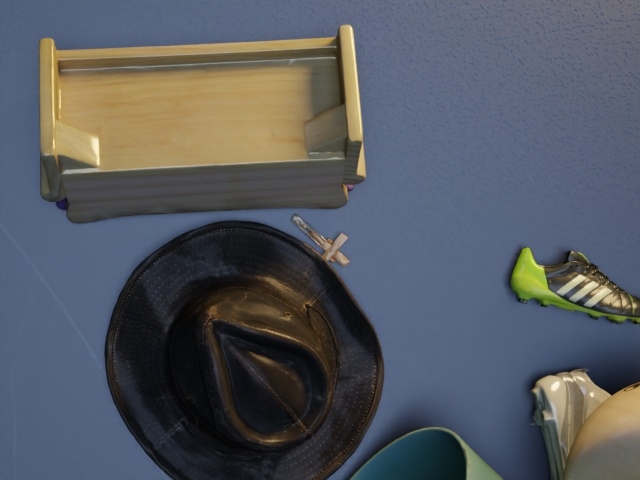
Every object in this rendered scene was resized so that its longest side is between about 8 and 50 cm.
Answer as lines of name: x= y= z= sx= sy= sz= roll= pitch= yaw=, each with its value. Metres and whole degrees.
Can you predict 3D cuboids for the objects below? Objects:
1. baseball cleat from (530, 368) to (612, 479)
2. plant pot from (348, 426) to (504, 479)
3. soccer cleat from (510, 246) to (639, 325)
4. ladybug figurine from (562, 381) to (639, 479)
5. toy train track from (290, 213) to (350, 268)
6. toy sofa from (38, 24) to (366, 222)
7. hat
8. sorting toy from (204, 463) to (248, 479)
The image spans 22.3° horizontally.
baseball cleat: x=0.309 y=0.251 z=1.875 sx=0.109 sy=0.072 sz=0.206 roll=-14 pitch=96 yaw=-10
plant pot: x=0.141 y=0.390 z=1.771 sx=0.235 sy=0.293 sz=0.293 roll=39 pitch=89 yaw=-19
soccer cleat: x=0.310 y=0.053 z=1.875 sx=0.179 sy=0.060 sz=0.072 roll=13 pitch=89 yaw=-1
ladybug figurine: x=0.470 y=0.285 z=1.805 sx=0.449 sy=0.162 sz=0.305 roll=29 pitch=125 yaw=-18
toy train track: x=0.000 y=0.000 z=1.876 sx=0.083 sy=0.014 sz=0.048 roll=42 pitch=96 yaw=2
toy sofa: x=-0.133 y=-0.129 z=1.813 sx=0.362 sy=0.177 sz=0.150 roll=-3 pitch=67 yaw=-3
hat: x=-0.082 y=0.144 z=1.801 sx=0.331 sy=0.134 sz=0.331 roll=0 pitch=93 yaw=-6
sorting toy: x=-0.128 y=0.288 z=1.875 sx=0.083 sy=0.012 sz=0.062 roll=9 pitch=96 yaw=-7
